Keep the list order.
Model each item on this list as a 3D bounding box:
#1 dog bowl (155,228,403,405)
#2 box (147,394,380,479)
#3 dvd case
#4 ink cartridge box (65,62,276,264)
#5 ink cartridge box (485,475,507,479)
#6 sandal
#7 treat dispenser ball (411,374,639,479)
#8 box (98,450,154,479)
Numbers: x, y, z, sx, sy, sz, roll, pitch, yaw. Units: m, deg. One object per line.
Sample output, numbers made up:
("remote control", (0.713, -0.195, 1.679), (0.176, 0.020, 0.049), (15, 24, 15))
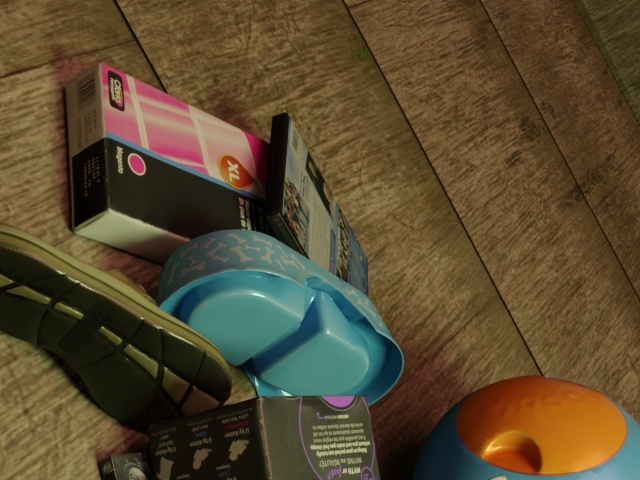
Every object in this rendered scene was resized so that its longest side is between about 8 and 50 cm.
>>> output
("dog bowl", (-0.045, 0.087, 1.274), (0.297, 0.166, 0.074), (32, 32, -39))
("box", (-0.036, 0.284, 1.125), (0.165, 0.143, 0.270), (9, 67, -52))
("dvd case", (0.000, 0.000, 1.436), (0.180, 0.022, 0.253), (-87, 155, -47))
("ink cartridge box", (-0.115, -0.045, 1.358), (0.371, 0.069, 0.175), (24, 48, -47))
("ink cartridge box", (0.106, 0.343, 1.244), (0.093, 0.212, 0.154), (-8, 75, -53))
("sandal", (-0.193, 0.068, 1.120), (0.303, 0.120, 0.086), (42, 24, -28))
("treat dispenser ball", (0.245, 0.296, 1.400), (0.288, 0.288, 0.288), (34, 42, -37))
("box", (-0.159, 0.227, 1.134), (0.083, 0.018, 0.067), (6, 63, -53))
